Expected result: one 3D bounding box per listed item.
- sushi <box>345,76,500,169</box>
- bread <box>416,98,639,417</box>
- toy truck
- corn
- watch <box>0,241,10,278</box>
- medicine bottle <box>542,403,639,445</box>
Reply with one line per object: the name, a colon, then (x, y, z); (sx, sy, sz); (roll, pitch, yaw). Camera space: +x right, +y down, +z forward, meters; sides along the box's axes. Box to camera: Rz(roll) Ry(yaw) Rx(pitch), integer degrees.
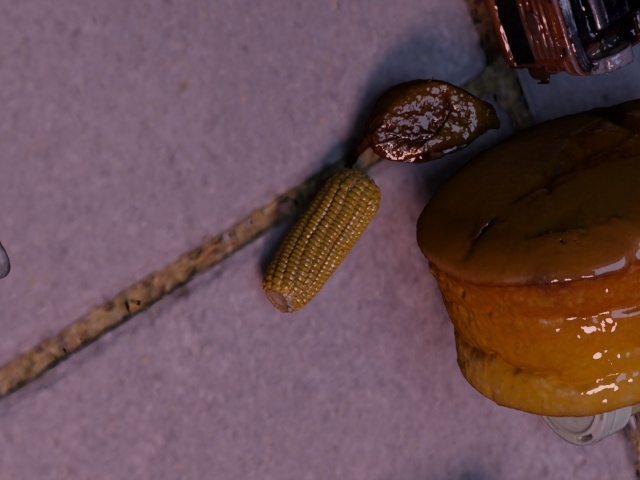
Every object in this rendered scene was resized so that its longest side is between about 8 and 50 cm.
sushi: (0.061, -0.070, 1.169); (0.099, 0.047, 0.050); (-8, 88, -15)
bread: (0.185, -0.004, 1.170); (0.269, 0.195, 0.143); (-23, 118, -26)
toy truck: (0.183, -0.167, 1.210); (0.192, 0.092, 0.083); (-34, 113, -34)
corn: (0.000, 0.000, 1.142); (0.037, 0.037, 0.092); (45, 71, -28)
watch: (-0.251, -0.009, 0.963); (0.206, 0.068, 0.193); (25, 83, -30)
medicine bottle: (0.237, 0.062, 1.284); (0.218, 0.074, 0.074); (-20, 106, -31)
